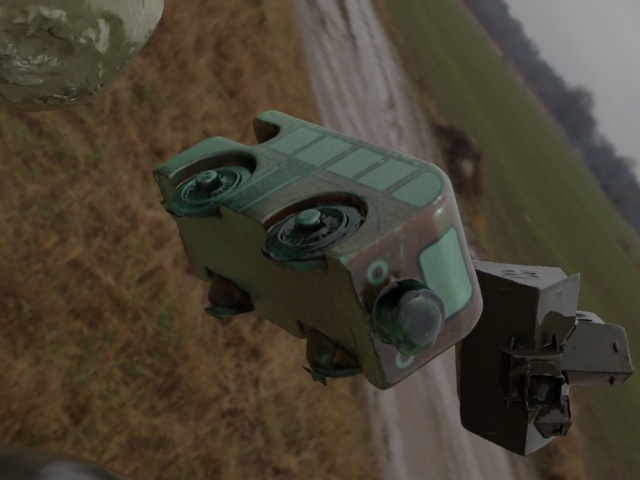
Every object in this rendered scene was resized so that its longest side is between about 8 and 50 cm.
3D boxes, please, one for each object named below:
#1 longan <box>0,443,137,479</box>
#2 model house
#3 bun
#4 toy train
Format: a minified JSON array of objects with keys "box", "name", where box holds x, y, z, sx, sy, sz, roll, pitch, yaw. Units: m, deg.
[{"box":[-0.176,0.239,0.651,0.258,0.258,0.258,49,13,-16],"name":"longan"},{"box":[0.272,0.146,1.396,0.243,0.204,0.211,-90,-178,-78],"name":"model house"},{"box":[-0.226,-0.290,0.944,0.326,0.234,0.362,-124,-155,-77],"name":"bun"},{"box":[0.000,0.000,0.888,0.326,0.159,0.129,25,-37,53],"name":"toy train"}]
